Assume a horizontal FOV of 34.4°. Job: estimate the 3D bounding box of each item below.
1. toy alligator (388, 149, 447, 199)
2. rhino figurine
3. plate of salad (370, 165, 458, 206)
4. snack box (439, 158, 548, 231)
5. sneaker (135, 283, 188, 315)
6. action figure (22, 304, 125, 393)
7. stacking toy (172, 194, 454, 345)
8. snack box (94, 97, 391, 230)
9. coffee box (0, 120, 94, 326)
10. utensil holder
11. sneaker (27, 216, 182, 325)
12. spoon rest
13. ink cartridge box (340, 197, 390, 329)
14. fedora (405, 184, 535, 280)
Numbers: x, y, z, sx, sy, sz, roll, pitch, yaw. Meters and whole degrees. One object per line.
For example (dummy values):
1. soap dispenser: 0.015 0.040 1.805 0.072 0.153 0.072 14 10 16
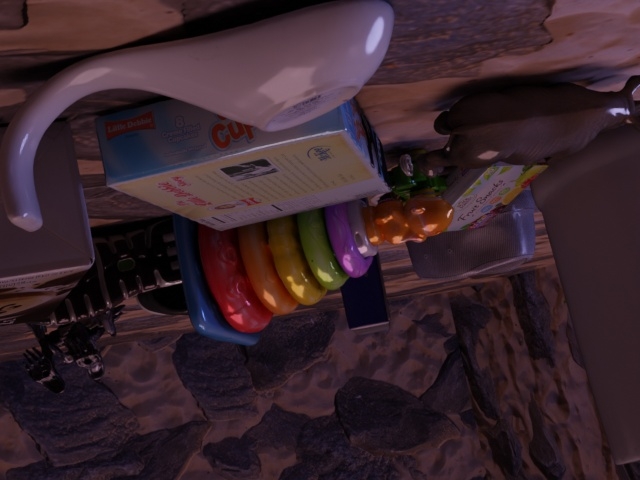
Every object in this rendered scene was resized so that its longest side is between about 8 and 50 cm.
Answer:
1. toy alligator: 0.097 -0.069 1.155 0.051 0.056 0.190 -14 172 19
2. rhino figurine: 0.215 -0.110 0.965 0.243 0.073 0.106 -10 176 -18
3. plate of salad: 0.164 -0.062 1.352 0.200 0.048 0.200 -11 174 -1
4. snack box: 0.195 -0.063 1.262 0.100 0.037 0.141 -4 149 -34
5. sneaker: -0.155 0.075 1.686 0.296 0.104 0.147 -6 177 -8
6. action figure: -0.408 0.136 1.695 0.164 0.140 0.275 -19 -160 -4
7. stacking toy: 0.000 0.000 1.138 0.302 0.165 0.175 -16 163 17
8. snack box: -0.049 -0.070 0.911 0.187 0.060 0.322 -13 173 8
9. coffee box: -0.301 0.005 0.868 0.168 0.118 0.297 -9 172 -22
10. utensil holder: 0.471 0.066 1.316 0.328 0.385 0.327 -10 165 -3
11. sneaker: -0.276 0.046 1.304 0.281 0.106 0.162 -10 176 -15
12. spoon rest: -0.080 -0.097 0.668 0.276 0.084 0.137 -24 175 -7
13. ink cartridge box: 0.058 0.040 1.472 0.069 0.175 0.371 -11 173 0
14. fedora: 0.236 -0.006 1.593 0.275 0.124 0.244 -16 172 35
